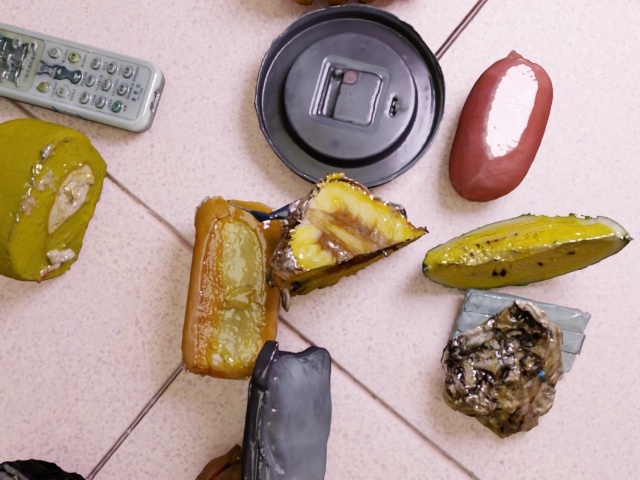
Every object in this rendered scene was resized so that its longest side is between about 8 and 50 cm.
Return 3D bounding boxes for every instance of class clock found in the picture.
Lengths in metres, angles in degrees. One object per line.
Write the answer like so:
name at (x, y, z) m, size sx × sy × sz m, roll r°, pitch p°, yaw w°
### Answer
clock at (0.050, -0.243, 0.838) m, size 0.326 × 0.067 × 0.324 m, roll 0°, pitch 85°, yaw 1°

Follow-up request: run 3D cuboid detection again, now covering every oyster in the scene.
oyster at (0.302, 0.217, 0.758) m, size 0.214 × 0.083 × 0.223 m, roll -43°, pitch 105°, yaw 14°

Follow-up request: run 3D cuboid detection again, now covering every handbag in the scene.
handbag at (-0.047, 0.316, 0.733) m, size 0.075 × 0.192 × 0.331 m, roll 2°, pitch 85°, yaw 32°

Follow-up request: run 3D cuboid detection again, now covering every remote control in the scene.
remote control at (-0.448, -0.287, 0.853) m, size 0.336 × 0.065 × 0.127 m, roll 16°, pitch 87°, yaw 2°

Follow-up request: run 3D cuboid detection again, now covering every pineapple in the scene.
pineapple at (-0.002, -0.005, 0.743) m, size 0.335 × 0.161 × 0.158 m, roll -24°, pitch 82°, yaw -43°

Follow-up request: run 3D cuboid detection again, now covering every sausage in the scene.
sausage at (0.299, -0.188, 0.797) m, size 0.148 × 0.148 × 0.254 m, roll 16°, pitch 83°, yaw 2°

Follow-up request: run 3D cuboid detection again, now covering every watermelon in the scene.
watermelon at (0.320, 0.021, 0.774) m, size 0.302 × 0.129 × 0.122 m, roll -11°, pitch 90°, yaw 17°

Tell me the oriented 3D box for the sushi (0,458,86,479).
sushi at (-0.393, 0.481, 0.702) m, size 0.350 × 0.170 × 0.211 m, roll 39°, pitch 75°, yaw 19°

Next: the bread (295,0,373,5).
bread at (0.070, -0.467, 0.810) m, size 0.312 × 0.173 × 0.121 m, roll -4°, pitch 107°, yaw 1°

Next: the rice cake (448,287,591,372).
rice cake at (0.331, 0.151, 0.801) m, size 0.211 × 0.038 × 0.124 m, roll 16°, pitch 101°, yaw 0°

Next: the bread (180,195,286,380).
bread at (-0.137, 0.078, 0.789) m, size 0.153 × 0.119 × 0.287 m, roll 6°, pitch 85°, yaw 5°

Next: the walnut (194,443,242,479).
walnut at (-0.153, 0.444, 0.745) m, size 0.137 × 0.137 × 0.245 m, roll 5°, pitch 86°, yaw 2°

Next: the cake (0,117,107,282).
cake at (-0.466, -0.068, 0.776) m, size 0.156 × 0.179 × 0.260 m, roll 15°, pitch 86°, yaw 2°
